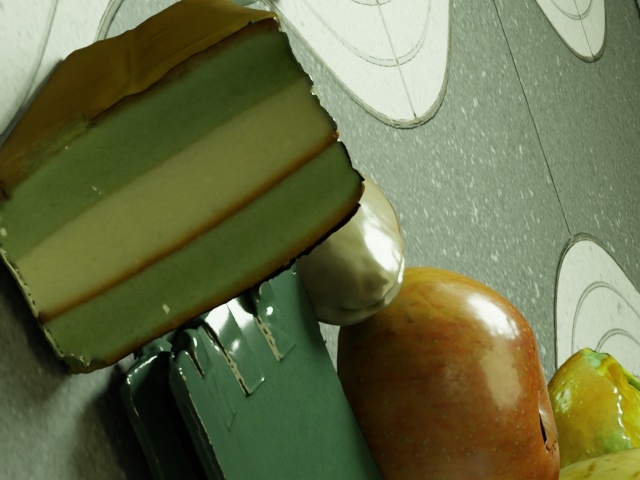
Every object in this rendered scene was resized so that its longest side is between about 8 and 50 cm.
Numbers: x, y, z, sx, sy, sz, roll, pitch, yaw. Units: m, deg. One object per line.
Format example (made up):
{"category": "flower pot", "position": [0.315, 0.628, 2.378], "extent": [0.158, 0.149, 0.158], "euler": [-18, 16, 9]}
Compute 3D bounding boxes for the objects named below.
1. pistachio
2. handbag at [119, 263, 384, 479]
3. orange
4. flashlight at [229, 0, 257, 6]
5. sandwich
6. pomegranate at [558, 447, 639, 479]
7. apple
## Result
{"category": "pistachio", "position": [0.000, 0.000, 1.521], "extent": [0.185, 0.126, 0.108], "euler": [-118, -165, -46]}
{"category": "handbag", "position": [-0.041, 0.156, 1.372], "extent": [0.260, 0.079, 0.247], "euler": [68, 20, -11]}
{"category": "orange", "position": [0.301, 0.275, 1.992], "extent": [0.262, 0.196, 0.334], "euler": [-54, 130, -83]}
{"category": "flashlight", "position": [-0.050, -0.246, 1.720], "extent": [0.093, 0.047, 0.200], "euler": [68, 23, -10]}
{"category": "sandwich", "position": [-0.120, -0.043, 1.300], "extent": [0.155, 0.227, 0.198], "euler": [63, -13, -20]}
{"category": "pomegranate", "position": [0.284, 0.347, 1.699], "extent": [0.332, 0.332, 0.332], "euler": [52, 29, -44]}
{"category": "apple", "position": [0.102, 0.136, 1.571], "extent": [0.210, 0.173, 0.235], "euler": [-85, 170, -46]}
